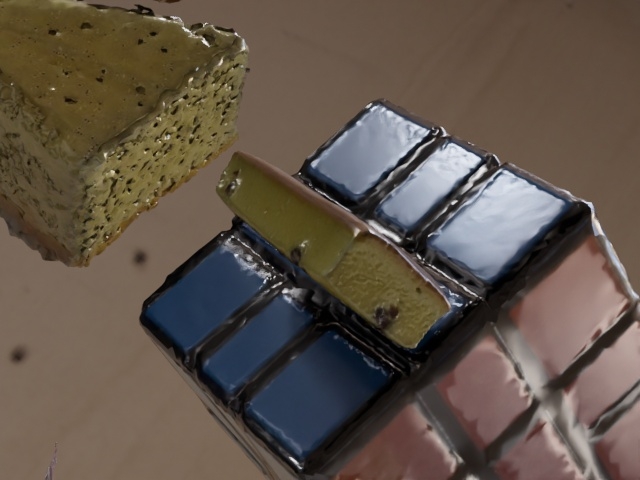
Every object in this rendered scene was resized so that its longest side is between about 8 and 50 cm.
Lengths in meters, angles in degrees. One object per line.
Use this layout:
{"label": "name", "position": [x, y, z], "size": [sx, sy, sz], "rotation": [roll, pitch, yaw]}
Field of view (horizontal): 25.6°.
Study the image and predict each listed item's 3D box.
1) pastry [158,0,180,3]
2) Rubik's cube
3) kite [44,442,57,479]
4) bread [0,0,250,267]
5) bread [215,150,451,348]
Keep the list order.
{"label": "pastry", "position": [-0.049, -0.304, 0.725], "size": [0.337, 0.405, 0.292], "rotation": [61, -6, 34]}
{"label": "Rubik's cube", "position": [0.076, 0.104, 1.099], "size": [0.288, 0.283, 0.293], "rotation": [33, -20, 53]}
{"label": "kite", "position": [-0.273, 0.271, 1.431], "size": [0.005, 0.137, 0.152], "rotation": [3, -30, -5]}
{"label": "bread", "position": [-0.253, -0.169, 1.414], "size": [0.315, 0.279, 0.248], "rotation": [53, -21, 15]}
{"label": "bread", "position": [0.000, 0.000, 0.938], "size": [0.088, 0.049, 0.226], "rotation": [38, -1, -27]}
